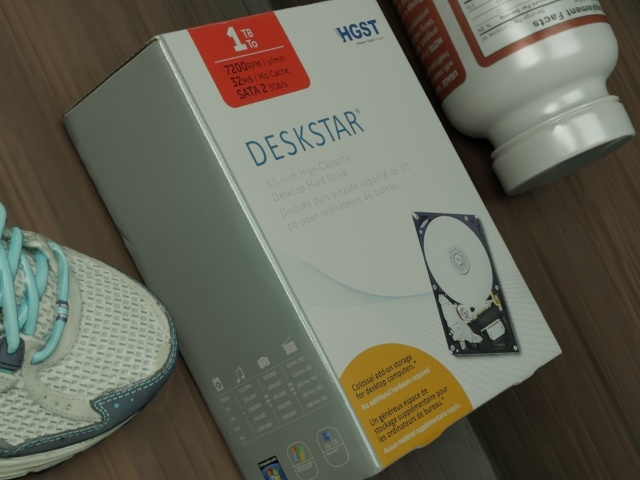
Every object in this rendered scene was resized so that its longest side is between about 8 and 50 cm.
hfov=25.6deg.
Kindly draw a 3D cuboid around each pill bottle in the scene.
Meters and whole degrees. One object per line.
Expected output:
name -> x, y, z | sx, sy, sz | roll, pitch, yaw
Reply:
pill bottle -> 0.118, -0.145, 0.917 | 0.121, 0.121, 0.216 | -15, 79, -47

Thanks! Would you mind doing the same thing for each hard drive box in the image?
hard drive box -> 0.000, 0.000, 0.743 | 0.181, 0.089, 0.232 | -24, 84, -49

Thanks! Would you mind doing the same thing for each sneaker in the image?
sneaker -> -0.163, 0.023, 0.546 | 0.283, 0.122, 0.110 | 14, 58, -39
